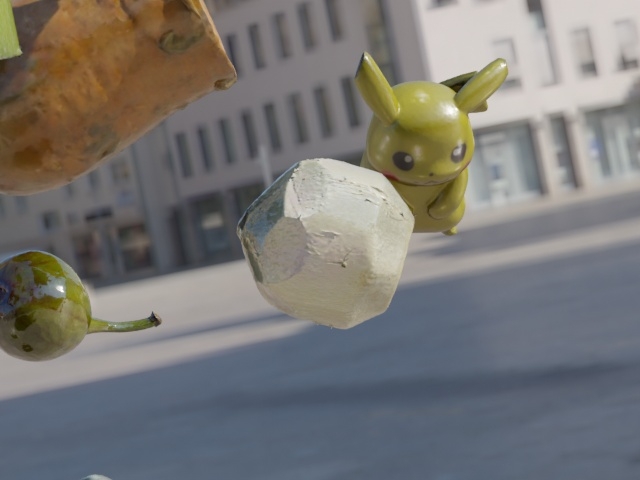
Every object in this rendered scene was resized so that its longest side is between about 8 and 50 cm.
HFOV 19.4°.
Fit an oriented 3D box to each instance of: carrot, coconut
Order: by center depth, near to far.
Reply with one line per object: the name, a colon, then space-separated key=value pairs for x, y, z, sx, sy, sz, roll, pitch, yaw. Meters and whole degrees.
coconut: x=0.001 y=-0.002 z=1.822 sx=0.162 sy=0.161 sz=0.161 roll=17 pitch=-3 yaw=-6
carrot: x=-0.279 y=-0.198 z=2.182 sx=0.340 sy=0.224 sz=0.224 roll=-27 pitch=-1 yaw=2

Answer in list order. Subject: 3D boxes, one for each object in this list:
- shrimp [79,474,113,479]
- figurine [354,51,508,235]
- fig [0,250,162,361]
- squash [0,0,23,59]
shrimp: x=-0.249 y=0.263 z=1.345 sx=0.445 sy=0.110 sz=0.221 roll=-21 pitch=-50 yaw=37
figurine: x=0.145 y=-0.130 z=2.634 sx=0.218 sy=0.169 sz=0.327 roll=-8 pitch=-28 yaw=-11
fig: x=-0.280 y=0.082 z=2.139 sx=0.124 sy=0.124 sz=0.236 roll=-11 pitch=-15 yaw=39
squash: x=-0.357 y=-0.304 z=1.714 sx=0.137 sy=0.287 sz=0.137 roll=-6 pitch=9 yaw=1
